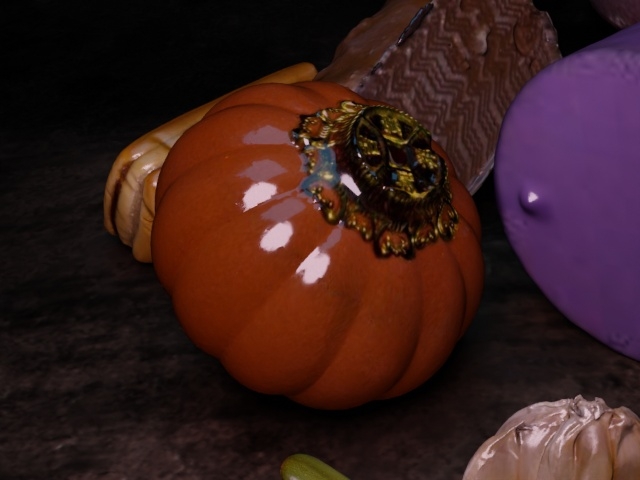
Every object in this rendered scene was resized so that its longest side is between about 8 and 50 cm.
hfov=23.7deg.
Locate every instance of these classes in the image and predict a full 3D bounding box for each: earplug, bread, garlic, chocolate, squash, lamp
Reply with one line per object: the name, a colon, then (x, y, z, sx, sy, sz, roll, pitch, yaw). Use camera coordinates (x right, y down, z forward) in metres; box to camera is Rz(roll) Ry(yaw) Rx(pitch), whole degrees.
earplug: (0.335, -0.102, 1.085, 0.215, 0.215, 0.456, 21, 37, 36)
bread: (-0.072, -0.057, 1.158, 0.200, 0.116, 0.077, -29, 64, -32)
garlic: (0.132, 0.130, 0.851, 0.113, 0.094, 0.074, -1, 2, -18)
chocolate: (0.081, -0.120, 1.153, 0.093, 0.148, 0.214, 6, 47, 46)
squash: (0.007, 0.149, 0.890, 0.027, 0.027, 0.083, -27, 37, -30)
lamp: (0.000, 0.000, 0.967, 0.223, 0.196, 0.223, 19, 46, -21)

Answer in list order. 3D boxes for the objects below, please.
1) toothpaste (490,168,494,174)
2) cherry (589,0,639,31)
toothpaste: (0.108, -0.075, 1.226, 0.204, 0.031, 0.049, 13, 36, 30)
cherry: (0.335, -0.262, 1.347, 0.213, 0.183, 0.266, -15, 48, 2)
